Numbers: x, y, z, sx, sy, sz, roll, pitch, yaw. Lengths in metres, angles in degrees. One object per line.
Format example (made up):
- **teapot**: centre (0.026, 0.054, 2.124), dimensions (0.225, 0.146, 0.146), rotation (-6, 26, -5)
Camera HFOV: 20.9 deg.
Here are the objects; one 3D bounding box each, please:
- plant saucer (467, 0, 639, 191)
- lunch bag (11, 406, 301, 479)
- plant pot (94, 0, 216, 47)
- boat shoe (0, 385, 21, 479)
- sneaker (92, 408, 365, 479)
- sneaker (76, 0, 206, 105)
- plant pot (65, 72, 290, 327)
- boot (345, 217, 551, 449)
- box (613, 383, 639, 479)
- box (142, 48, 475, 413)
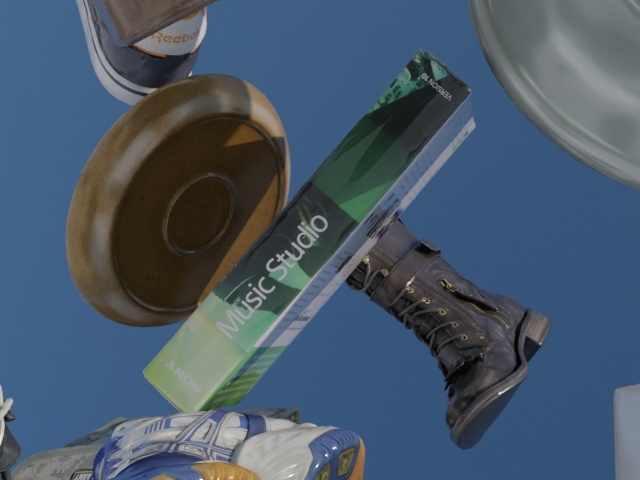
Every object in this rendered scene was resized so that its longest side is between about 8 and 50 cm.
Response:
- **plant saucer**: centre (0.310, -0.218, 1.299), dimensions (0.400, 0.100, 0.401), rotation (-1, -116, 1)
- **lunch bag**: centre (-0.176, 0.272, 1.714), dimensions (0.235, 0.287, 0.169), rotation (-8, -81, 33)
- **plant pot**: centre (-0.090, -0.299, 1.287), dimensions (0.263, 0.229, 0.263), rotation (-28, -171, 5)
- **boat shoe**: centre (-0.253, 0.143, 1.217), dimensions (0.091, 0.303, 0.114), rotation (10, -141, 6)
- **sneaker**: centre (-0.086, 0.157, 0.966), dimensions (0.131, 0.296, 0.112), rotation (12, -85, 22)
- **sneaker**: centre (-0.180, -0.281, 1.557), dimensions (0.321, 0.126, 0.127), rotation (62, -36, 24)
- **plant pot**: centre (-0.110, -0.026, 1.480), dimensions (0.032, 0.236, 0.236), rotation (33, -89, 39)
- **boot**: centre (0.094, 0.075, 1.678), dimensions (0.091, 0.229, 0.263), rotation (-57, 175, 26)
- **box**: centre (0.197, 0.117, 0.730), dimensions (0.130, 0.091, 0.170), rotation (-16, -166, 14)
- **box**: centre (0.000, 0.000, 1.382), dimensions (0.058, 0.232, 0.322), rotation (40, -89, 6)
